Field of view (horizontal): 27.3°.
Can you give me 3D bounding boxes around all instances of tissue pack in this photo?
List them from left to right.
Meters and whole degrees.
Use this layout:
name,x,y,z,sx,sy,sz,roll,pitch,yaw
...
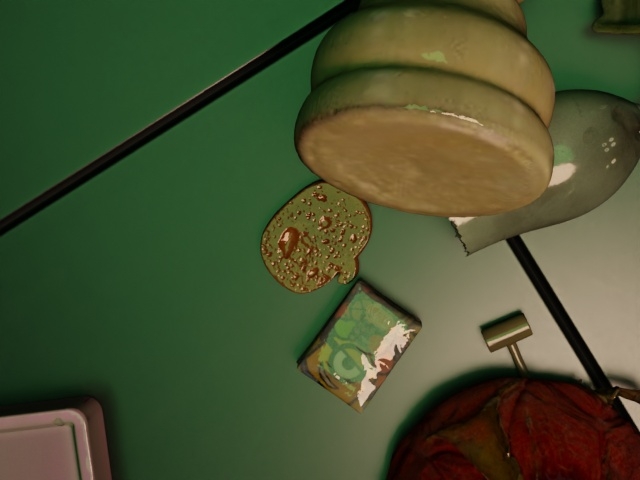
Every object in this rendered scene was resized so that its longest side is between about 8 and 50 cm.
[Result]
name,x,y,z,sx,sy,sz,roll,pitch,yaw
tissue pack,0.029,0.078,0.995,0.063,0.035,0.083,34,96,1

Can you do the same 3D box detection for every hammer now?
name,x,y,z,sx,sy,sz,roll,pitch,yaw
hammer,0.160,0.111,0.999,0.035,0.019,0.110,-24,95,5

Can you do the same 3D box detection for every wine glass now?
name,x,y,z,sx,sy,sz,roll,pitch,yaw
wine glass,0.178,-0.064,0.947,0.202,0.093,0.093,-27,93,4

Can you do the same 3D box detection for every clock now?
name,x,y,z,sx,sy,sz,roll,pitch,yaw
clock,-0.232,0.226,1.007,0.150,0.063,0.197,-7,94,4

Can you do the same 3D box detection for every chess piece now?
name,x,y,z,sx,sy,sz,roll,pitch,yaw
chess piece,0.090,-0.181,0.885,0.167,0.167,0.300,10,71,2

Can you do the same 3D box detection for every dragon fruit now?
name,x,y,z,sx,sy,sz,roll,pitch,yaw
dragon fruit,0.149,0.217,0.938,0.223,0.148,0.219,-7,98,5

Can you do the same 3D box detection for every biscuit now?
name,x,y,z,sx,sy,sz,roll,pitch,yaw
biscuit,0.000,0.000,1.000,0.091,0.015,0.078,-40,90,6

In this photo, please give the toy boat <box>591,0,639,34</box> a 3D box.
name,x,y,z,sx,sy,sz,roll,pitch,yaw
toy boat,0.314,-0.194,0.873,0.055,0.293,0.093,17,70,-39
